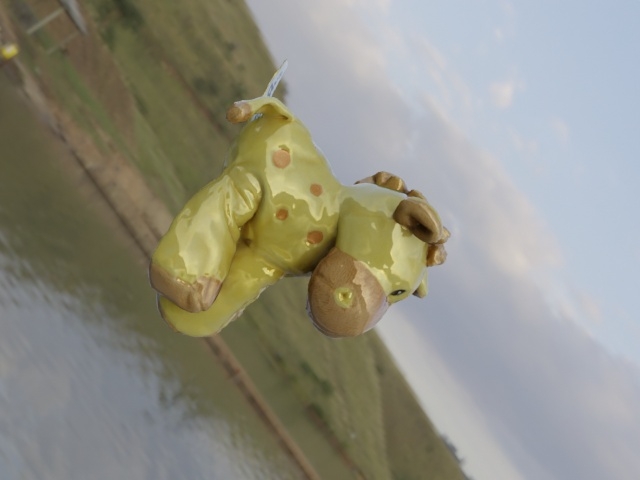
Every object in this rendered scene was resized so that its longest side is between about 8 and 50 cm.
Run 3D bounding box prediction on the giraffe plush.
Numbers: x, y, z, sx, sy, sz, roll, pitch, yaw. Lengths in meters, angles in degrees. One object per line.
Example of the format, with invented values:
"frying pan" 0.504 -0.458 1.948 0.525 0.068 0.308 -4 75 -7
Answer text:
"giraffe plush" 0.000 0.000 0.865 0.170 0.210 0.181 28 9 9
